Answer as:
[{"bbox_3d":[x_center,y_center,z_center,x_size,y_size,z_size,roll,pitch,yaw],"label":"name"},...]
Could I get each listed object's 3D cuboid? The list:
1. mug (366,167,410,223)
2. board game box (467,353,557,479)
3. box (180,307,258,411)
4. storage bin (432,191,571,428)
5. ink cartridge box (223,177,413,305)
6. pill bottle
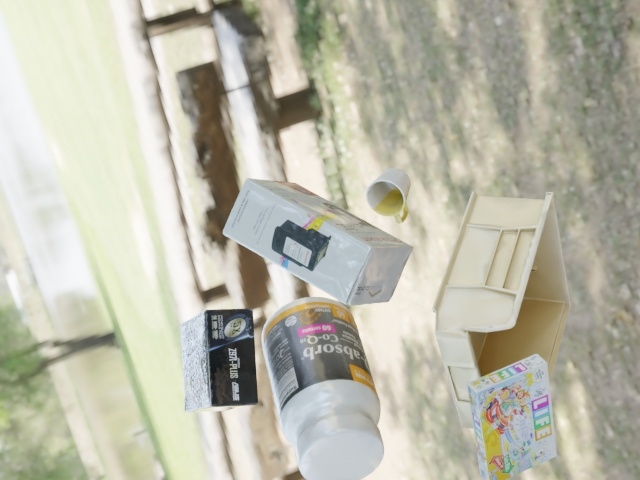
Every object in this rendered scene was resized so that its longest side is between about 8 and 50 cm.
[{"bbox_3d":[0.107,-0.072,1.848,0.064,0.062,0.078,-57,-21,-53],"label":"mug"},{"bbox_3d":[0.246,0.230,1.556,0.026,0.103,0.154,45,152,56],"label":"board game box"},{"bbox_3d":[-0.159,0.189,1.892,0.180,0.077,0.147,149,119,-68],"label":"box"},{"bbox_3d":[0.267,0.108,1.775,0.262,0.123,0.260,70,-146,-47],"label":"storage bin"},{"bbox_3d":[0.000,0.000,1.377,0.175,0.127,0.072,29,102,23],"label":"ink cartridge box"},{"bbox_3d":[0.005,0.233,1.899,0.278,0.162,0.162,-108,9,-47],"label":"pill bottle"}]
